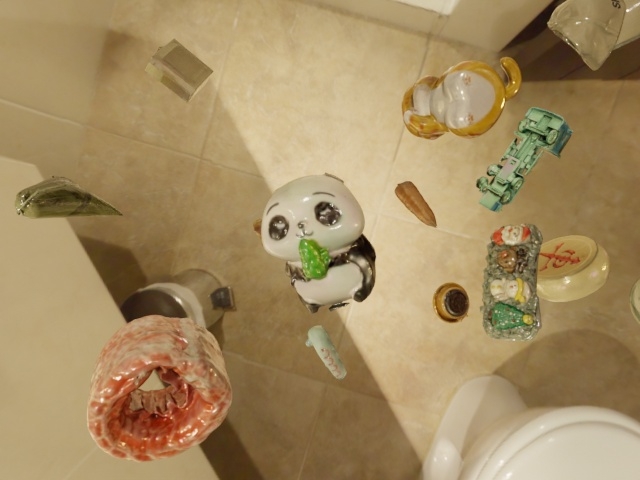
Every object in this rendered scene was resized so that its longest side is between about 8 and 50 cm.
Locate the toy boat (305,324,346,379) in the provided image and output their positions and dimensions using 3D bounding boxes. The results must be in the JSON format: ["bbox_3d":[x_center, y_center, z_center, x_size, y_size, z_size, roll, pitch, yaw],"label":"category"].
[{"bbox_3d":[0.012,0.377,1.339,0.079,0.134,0.207,-28,118,-8],"label":"toy boat"}]

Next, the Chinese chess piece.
[{"bbox_3d":[0.801,0.087,1.313,0.251,0.250,0.097,-36,107,5],"label":"Chinese chess piece"}]

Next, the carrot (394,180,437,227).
[{"bbox_3d":[0.312,-0.107,1.260,0.072,0.072,0.205,-33,51,4],"label":"carrot"}]

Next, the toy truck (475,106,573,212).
[{"bbox_3d":[0.340,-0.125,0.670,0.081,0.067,0.175,12,116,-41],"label":"toy truck"}]

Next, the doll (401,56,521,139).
[{"bbox_3d":[0.298,-0.319,0.938,0.162,0.270,0.166,-9,104,-34],"label":"doll"}]

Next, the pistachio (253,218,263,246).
[{"bbox_3d":[-0.158,-0.022,1.319,0.172,0.090,0.049,57,136,26],"label":"pistachio"}]

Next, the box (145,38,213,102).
[{"bbox_3d":[-0.230,-0.279,0.652,0.083,0.079,0.035,37,132,-20],"label":"box"}]

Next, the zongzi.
[{"bbox_3d":[-0.365,-0.046,0.586,0.114,0.104,0.052,29,111,-15],"label":"zongzi"}]

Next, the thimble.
[{"bbox_3d":[-0.286,0.264,0.724,0.240,0.162,0.238,-7,114,-17],"label":"thimble"}]

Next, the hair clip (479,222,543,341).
[{"bbox_3d":[0.465,0.079,0.977,0.139,0.091,0.321,-2,54,31],"label":"hair clip"}]

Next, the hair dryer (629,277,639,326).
[{"bbox_3d":[0.351,0.006,0.371,0.076,0.206,0.236,5,105,31],"label":"hair dryer"}]

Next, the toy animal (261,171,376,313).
[{"bbox_3d":[-0.002,0.004,0.812,0.213,0.212,0.266,-24,120,4],"label":"toy animal"}]

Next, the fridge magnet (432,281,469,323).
[{"bbox_3d":[0.456,0.216,1.384,0.143,0.063,0.142,2,83,-16],"label":"fridge magnet"}]

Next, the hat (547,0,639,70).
[{"bbox_3d":[0.453,-0.372,0.623,0.175,0.085,0.146,-29,49,26],"label":"hat"}]
